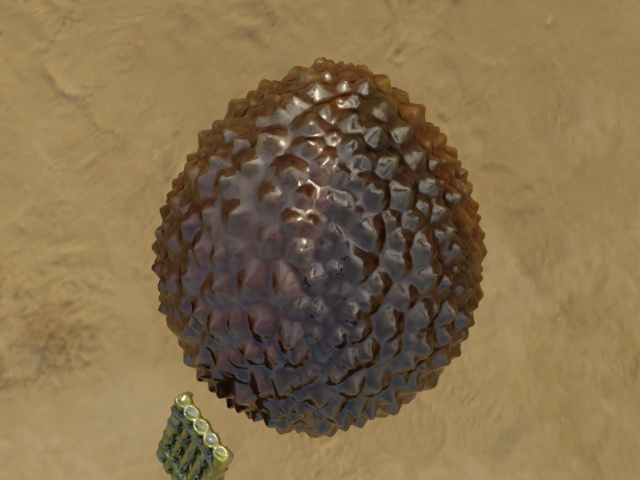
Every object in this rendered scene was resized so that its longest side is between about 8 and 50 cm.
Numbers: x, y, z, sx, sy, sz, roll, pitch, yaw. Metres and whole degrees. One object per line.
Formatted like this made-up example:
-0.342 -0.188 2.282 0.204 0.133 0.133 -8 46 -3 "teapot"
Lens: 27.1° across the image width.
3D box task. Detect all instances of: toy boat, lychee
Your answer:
-0.097 0.160 0.996 0.063 0.016 0.115 52 150 17 "toy boat"
0.000 0.000 0.985 0.268 0.267 0.267 4 113 10 "lychee"
